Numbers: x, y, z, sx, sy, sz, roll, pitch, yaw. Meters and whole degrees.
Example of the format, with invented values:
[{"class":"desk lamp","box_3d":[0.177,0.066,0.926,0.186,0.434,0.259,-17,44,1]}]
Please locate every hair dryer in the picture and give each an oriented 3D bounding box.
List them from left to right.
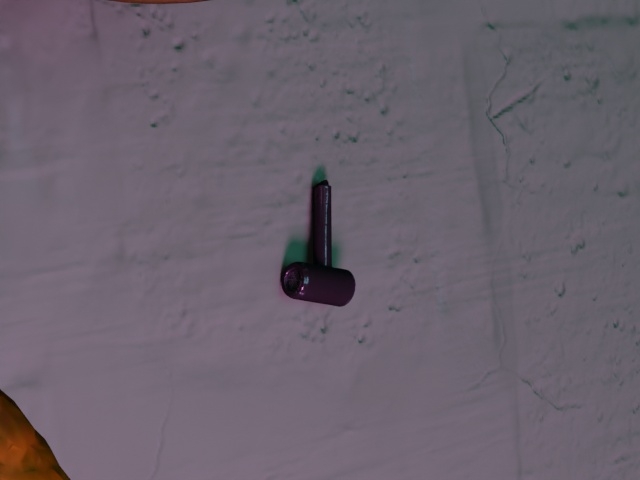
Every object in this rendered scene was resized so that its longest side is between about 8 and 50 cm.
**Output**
[{"class":"hair dryer","box_3d":[0.000,0.000,1.080,0.047,0.026,0.083,12,76,-43]}]

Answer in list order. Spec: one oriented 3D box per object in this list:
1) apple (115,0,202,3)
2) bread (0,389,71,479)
[{"class":"apple","box_3d":[-0.059,-0.351,0.772,0.473,0.473,0.474,3,86,-43]},{"class":"bread","box_3d":[-0.259,0.157,0.617,0.215,0.398,0.398,-51,121,-46]}]
